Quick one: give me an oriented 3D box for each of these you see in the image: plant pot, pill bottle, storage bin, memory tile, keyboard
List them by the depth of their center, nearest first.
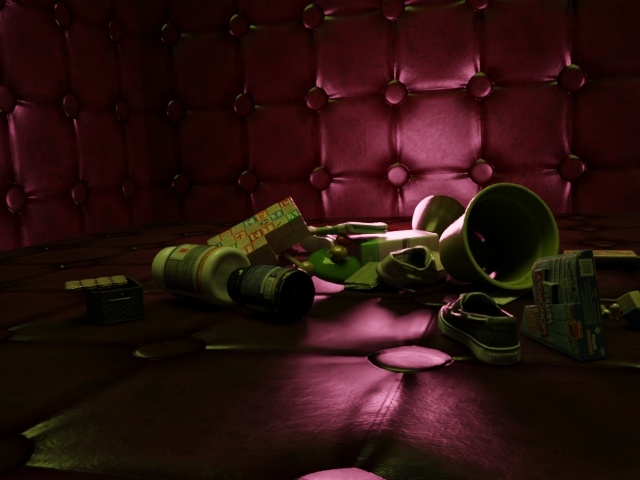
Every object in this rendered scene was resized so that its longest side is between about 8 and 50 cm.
[{"bbox_3d":[-0.128,0.121,1.541,0.122,0.123,0.219,-10,11,-44],"label":"pill bottle"},{"bbox_3d":[-0.564,0.109,1.580,0.147,0.012,0.113,-7,8,-23],"label":"memory tile"},{"bbox_3d":[-0.529,0.152,1.611,0.121,0.085,0.180,-6,9,-27],"label":"storage bin"},{"bbox_3d":[0.495,0.134,1.628,0.072,0.014,0.256,3,10,41],"label":"keyboard"},{"bbox_3d":[0.452,0.011,1.708,0.275,0.276,0.254,-5,-9,-16],"label":"plant pot"},{"bbox_3d":[-0.331,0.089,1.722,0.278,0.162,0.162,4,10,43],"label":"pill bottle"},{"bbox_3d":[0.419,-0.029,2.294,0.215,0.216,0.230,0,22,22],"label":"plant pot"}]

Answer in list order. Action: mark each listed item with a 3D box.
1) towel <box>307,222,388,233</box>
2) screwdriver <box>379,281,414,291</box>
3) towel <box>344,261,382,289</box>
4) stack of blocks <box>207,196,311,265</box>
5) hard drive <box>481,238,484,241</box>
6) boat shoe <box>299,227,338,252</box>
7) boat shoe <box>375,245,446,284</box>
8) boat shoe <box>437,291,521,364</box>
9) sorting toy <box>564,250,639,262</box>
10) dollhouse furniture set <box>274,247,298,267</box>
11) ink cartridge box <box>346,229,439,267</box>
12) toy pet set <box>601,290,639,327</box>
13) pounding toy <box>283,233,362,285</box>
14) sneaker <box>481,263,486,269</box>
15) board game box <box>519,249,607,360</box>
[{"bbox_3d":[0.026,-0.037,2.060,0.324,0.038,0.247,0,1,36],"label":"towel"},{"bbox_3d":[0.203,0.127,1.775,0.025,0.024,0.169,6,5,-33],"label":"screwdriver"},{"bbox_3d":[0.144,0.103,1.811,0.110,0.027,0.148,0,27,41],"label":"towel"},{"bbox_3d":[-0.183,0.004,1.917,0.297,0.087,0.171,-29,36,-2],"label":"stack of blocks"},{"bbox_3d":[0.673,0.030,2.266,0.210,0.040,0.318,0,8,20],"label":"hard drive"},{"bbox_3d":[0.000,0.000,2.548,0.079,0.095,0.254,-10,11,-34],"label":"boat shoe"},{"bbox_3d":[0.285,0.062,1.789,0.276,0.096,0.098,-8,50,-40],"label":"boat shoe"},{"bbox_3d":[0.304,0.149,1.230,0.108,0.102,0.301,-3,7,-3],"label":"boat shoe"},{"bbox_3d":[0.934,0.058,1.984,0.306,0.041,0.229,0,3,20],"label":"sorting toy"},{"bbox_3d":[-0.187,0.054,2.009,0.151,0.144,0.123,37,20,14],"label":"dollhouse furniture set"},{"bbox_3d":[0.229,0.039,2.072,0.272,0.115,0.198,-6,8,-15],"label":"ink cartridge box"},{"bbox_3d":[0.631,0.157,1.310,0.122,0.065,0.114,-5,-28,-35],"label":"toy pet set"},{"bbox_3d":[0.029,0.044,1.880,0.236,0.110,0.183,5,22,-25],"label":"pounding toy"},{"bbox_3d":[0.485,0.062,2.002,0.169,0.069,0.071,1,14,24],"label":"sneaker"},{"bbox_3d":[0.447,0.125,1.196,0.060,0.194,0.194,-4,-7,-14],"label":"board game box"}]
